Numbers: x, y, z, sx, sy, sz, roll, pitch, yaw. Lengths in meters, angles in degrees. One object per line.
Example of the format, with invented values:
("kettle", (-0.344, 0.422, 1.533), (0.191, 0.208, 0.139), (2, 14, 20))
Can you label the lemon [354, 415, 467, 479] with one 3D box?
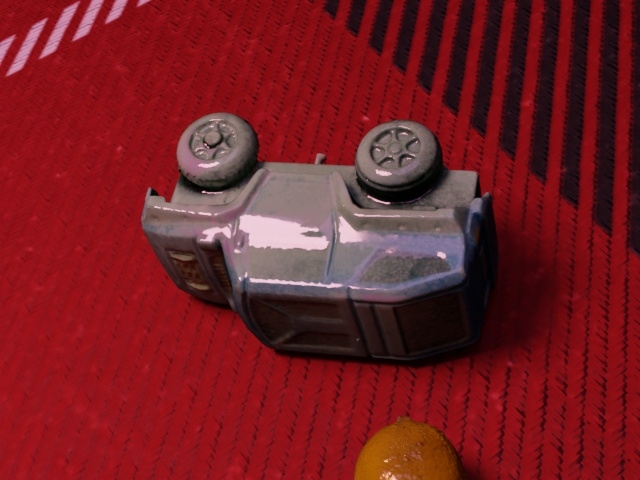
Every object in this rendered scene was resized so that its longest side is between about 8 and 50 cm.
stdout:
("lemon", (0.063, 0.173, 0.822), (0.082, 0.082, 0.110), (-11, 44, 3))

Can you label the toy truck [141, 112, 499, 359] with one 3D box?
("toy truck", (0.000, 0.000, 0.943), (0.279, 0.155, 0.156), (3, 58, 15))
